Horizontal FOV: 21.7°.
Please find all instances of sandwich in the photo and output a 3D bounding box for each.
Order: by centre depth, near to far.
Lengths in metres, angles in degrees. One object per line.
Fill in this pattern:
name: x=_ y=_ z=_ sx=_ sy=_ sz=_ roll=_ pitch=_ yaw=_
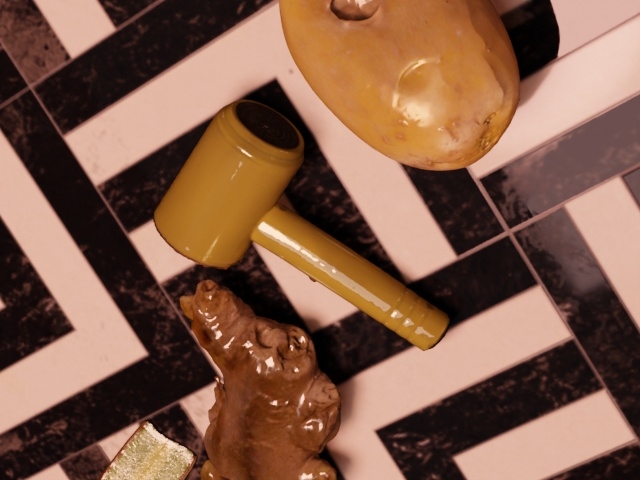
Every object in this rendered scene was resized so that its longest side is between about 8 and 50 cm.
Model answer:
sandwich: x=-0.181 y=0.245 z=1.685 sx=0.074 sy=0.074 sz=0.116 roll=36 pitch=86 yaw=4

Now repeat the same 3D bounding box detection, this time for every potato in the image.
potato: x=0.061 y=-0.160 z=1.364 sx=0.150 sy=0.146 sz=0.234 roll=-34 pitch=80 yaw=-14

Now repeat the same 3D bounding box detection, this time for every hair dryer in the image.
hair dryer: x=0.000 y=0.000 z=1.488 sx=0.279 sy=0.090 sz=0.135 roll=34 pitch=116 yaw=-2

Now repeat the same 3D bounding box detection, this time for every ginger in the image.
ginger: x=-0.049 y=0.186 z=1.577 sx=0.166 sy=0.080 sz=0.333 roll=6 pitch=120 yaw=34
